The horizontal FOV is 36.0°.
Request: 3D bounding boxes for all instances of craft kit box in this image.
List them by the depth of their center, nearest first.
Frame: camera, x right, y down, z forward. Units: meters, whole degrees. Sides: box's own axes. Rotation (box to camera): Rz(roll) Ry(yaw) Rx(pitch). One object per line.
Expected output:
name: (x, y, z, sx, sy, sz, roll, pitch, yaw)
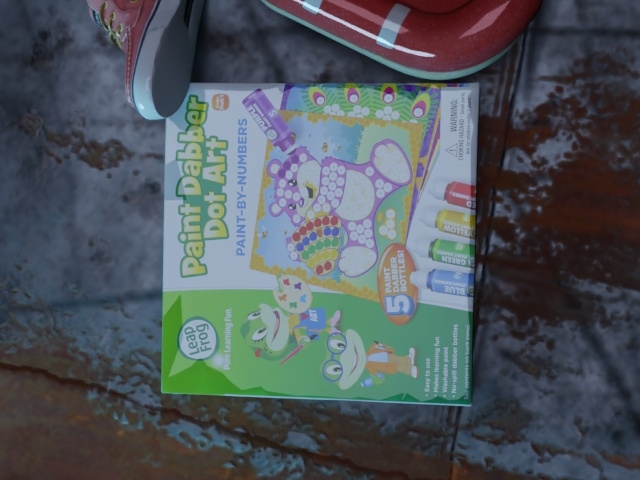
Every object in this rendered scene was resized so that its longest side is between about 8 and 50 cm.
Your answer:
craft kit box: (0.000, 0.000, 0.779, 0.247, 0.061, 0.249, 1, 91, 10)

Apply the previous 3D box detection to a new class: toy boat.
toy boat: (0.055, -0.222, 0.707, 0.231, 0.151, 0.151, 26, 78, 6)

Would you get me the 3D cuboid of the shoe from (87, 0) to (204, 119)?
shoe: (-0.142, -0.164, 0.762, 0.081, 0.063, 0.178, -1, 56, 12)
